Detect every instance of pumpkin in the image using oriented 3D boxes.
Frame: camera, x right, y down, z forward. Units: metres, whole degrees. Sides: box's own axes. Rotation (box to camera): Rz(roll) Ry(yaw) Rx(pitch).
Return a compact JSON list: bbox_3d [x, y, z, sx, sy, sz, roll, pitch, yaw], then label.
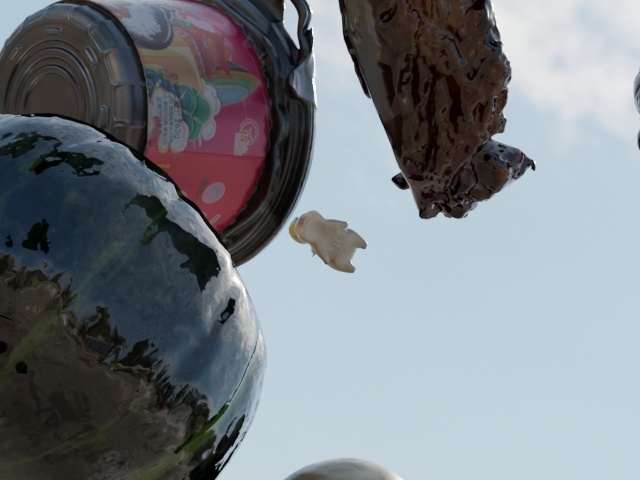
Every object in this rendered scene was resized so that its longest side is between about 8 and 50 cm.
[{"bbox_3d":[-0.196,0.065,1.283,0.323,0.241,0.323,28,-32,20],"label":"pumpkin"}]

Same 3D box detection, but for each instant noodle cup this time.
[{"bbox_3d":[-0.155,-0.098,1.504,0.182,0.302,0.258,0,36,-49],"label":"instant noodle cup"}]

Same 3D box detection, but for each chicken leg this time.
[{"bbox_3d":[0.071,-0.191,1.213,0.158,0.096,0.407,35,-44,37],"label":"chicken leg"}]

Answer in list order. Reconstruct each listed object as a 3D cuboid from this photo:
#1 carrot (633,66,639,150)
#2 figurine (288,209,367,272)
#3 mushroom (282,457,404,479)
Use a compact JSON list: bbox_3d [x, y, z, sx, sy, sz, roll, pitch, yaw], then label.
[{"bbox_3d":[0.261,-0.123,1.353,0.059,0.248,0.059,9,-60,16],"label":"carrot"},{"bbox_3d":[0.000,0.000,1.791,0.083,0.047,0.051,38,-21,-28],"label":"figurine"},{"bbox_3d":[0.013,0.243,1.360,0.127,0.166,0.166,37,-12,33],"label":"mushroom"}]
